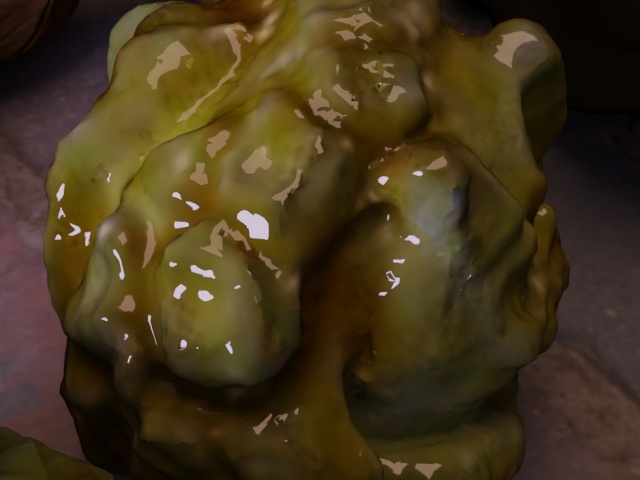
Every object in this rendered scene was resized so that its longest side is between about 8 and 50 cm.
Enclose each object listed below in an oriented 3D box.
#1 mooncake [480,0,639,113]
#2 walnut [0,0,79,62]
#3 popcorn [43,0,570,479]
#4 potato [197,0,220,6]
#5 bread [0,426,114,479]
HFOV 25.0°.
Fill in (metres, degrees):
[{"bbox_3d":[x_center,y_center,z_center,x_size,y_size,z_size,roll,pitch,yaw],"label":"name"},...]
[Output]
[{"bbox_3d":[0.211,-0.310,0.959,0.262,0.467,0.467,-15,47,-11],"label":"mooncake"},{"bbox_3d":[-0.257,-0.209,1.019,0.207,0.167,0.167,35,52,31],"label":"walnut"},{"bbox_3d":[0.003,-0.006,0.738,0.274,0.279,0.335,-18,30,40],"label":"popcorn"},{"bbox_3d":[-0.056,-0.232,1.022,0.300,0.140,0.173,27,19,-20],"label":"potato"},{"bbox_3d":[-0.201,0.174,0.555,0.395,0.264,0.239,20,50,15],"label":"bread"}]
